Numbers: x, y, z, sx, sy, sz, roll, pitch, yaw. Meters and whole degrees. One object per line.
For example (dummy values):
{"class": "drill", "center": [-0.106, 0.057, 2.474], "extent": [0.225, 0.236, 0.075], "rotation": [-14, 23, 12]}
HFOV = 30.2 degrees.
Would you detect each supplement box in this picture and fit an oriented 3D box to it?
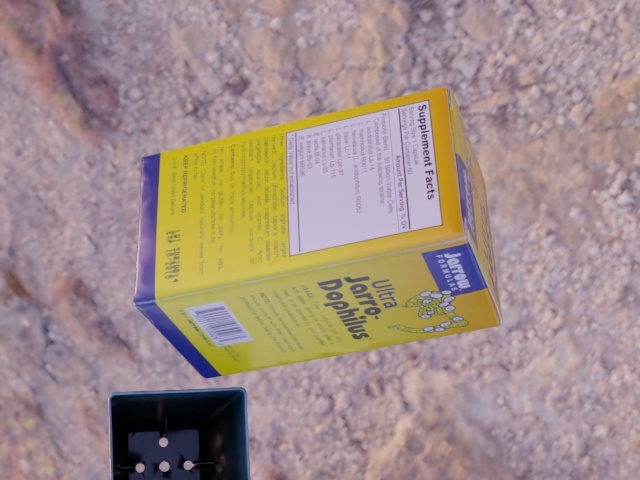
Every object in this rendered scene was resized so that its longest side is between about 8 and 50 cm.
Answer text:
{"class": "supplement box", "center": [0.000, 0.000, 1.298], "extent": [0.356, 0.194, 0.195], "rotation": [-11, 146, 14]}

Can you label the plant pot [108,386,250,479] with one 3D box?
{"class": "plant pot", "center": [-0.190, 0.282, 1.512], "extent": [0.234, 0.165, 0.165], "rotation": [136, 132, -73]}
